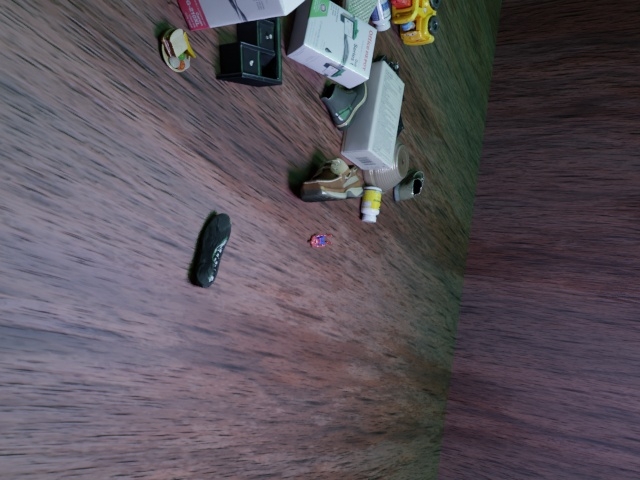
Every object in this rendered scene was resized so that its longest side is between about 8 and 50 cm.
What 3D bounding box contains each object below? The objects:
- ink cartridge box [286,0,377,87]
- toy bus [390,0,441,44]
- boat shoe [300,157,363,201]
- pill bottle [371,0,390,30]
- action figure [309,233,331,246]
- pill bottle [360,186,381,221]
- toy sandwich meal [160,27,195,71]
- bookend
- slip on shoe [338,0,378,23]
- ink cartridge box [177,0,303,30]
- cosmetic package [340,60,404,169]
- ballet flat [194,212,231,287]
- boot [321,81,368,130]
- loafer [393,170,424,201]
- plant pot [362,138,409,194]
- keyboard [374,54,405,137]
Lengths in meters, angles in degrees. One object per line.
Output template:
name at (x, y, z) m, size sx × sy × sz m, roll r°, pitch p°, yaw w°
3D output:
ink cartridge box at (0.035, -0.532, 1.464) m, size 0.219 × 0.093 × 0.160 m, roll 17°, pitch 77°, yaw -32°
toy bus at (0.329, -0.847, 2.004) m, size 0.211 × 0.149 × 0.220 m, roll -10°, pitch 105°, yaw -49°
boat shoe at (0.029, -0.175, 1.576) m, size 0.324 × 0.123 × 0.119 m, roll -17°, pitch 103°, yaw -68°
pill bottle at (0.199, -0.776, 1.841) m, size 0.067 × 0.067 × 0.120 m, roll -61°, pitch 142°, yaw -38°
action figure at (0.000, 0.000, 1.622) m, size 0.115 × 0.030 × 0.038 m, roll -9°, pitch 107°, yaw -58°
pill bottle at (0.173, -0.123, 1.880) m, size 0.065 × 0.065 × 0.116 m, roll 17°, pitch 80°, yaw -61°
toy sandwich meal at (-0.278, -0.374, 1.068) m, size 0.085 × 0.029 × 0.085 m, roll -13°, pitch 104°, yaw -60°
bookend at (-0.159, -0.436, 1.231) m, size 0.156 × 0.072 × 0.157 m, roll -14°, pitch 105°, yaw -60°
slip on shoe at (0.094, -0.676, 1.615) m, size 0.123 × 0.101 × 0.331 m, roll 14°, pitch 86°, yaw -33°
ink cartridge box at (-0.142, -0.508, 1.082) m, size 0.172 × 0.237 × 0.100 m, roll -58°, pitch 140°, yaw -40°
cosmetic package at (0.173, -0.403, 1.781) m, size 0.160 × 0.113 × 0.309 m, roll 27°, pitch 69°, yaw -52°
ballet flat at (-0.238, 0.020, 1.189) m, size 0.049 × 0.058 × 0.173 m, roll 134°, pitch -27°, yaw -70°
boot at (0.075, -0.453, 1.658) m, size 0.137 × 0.077 × 0.197 m, roll 49°, pitch 51°, yaw -46°
loafer at (0.378, -0.217, 2.213) m, size 0.251 × 0.087 × 0.094 m, roll -43°, pitch 130°, yaw -51°
plant pot at (0.244, -0.282, 1.944) m, size 0.237 × 0.110 × 0.237 m, roll -9°, pitch 101°, yaw -60°
keyboard at (0.258, -0.534, 2.016) m, size 0.201 × 0.033 × 0.317 m, roll -55°, pitch 140°, yaw -33°
